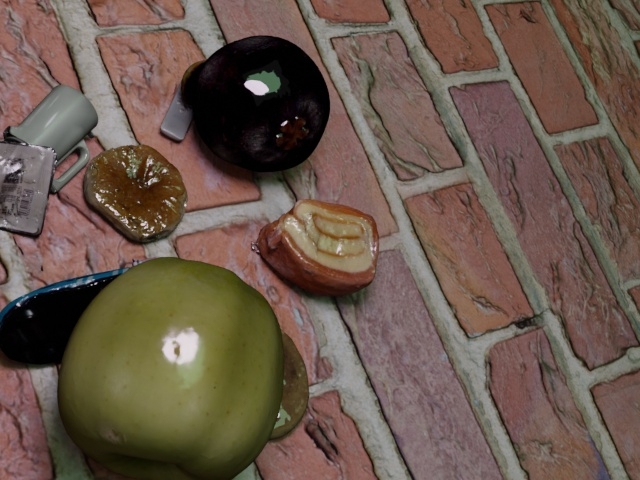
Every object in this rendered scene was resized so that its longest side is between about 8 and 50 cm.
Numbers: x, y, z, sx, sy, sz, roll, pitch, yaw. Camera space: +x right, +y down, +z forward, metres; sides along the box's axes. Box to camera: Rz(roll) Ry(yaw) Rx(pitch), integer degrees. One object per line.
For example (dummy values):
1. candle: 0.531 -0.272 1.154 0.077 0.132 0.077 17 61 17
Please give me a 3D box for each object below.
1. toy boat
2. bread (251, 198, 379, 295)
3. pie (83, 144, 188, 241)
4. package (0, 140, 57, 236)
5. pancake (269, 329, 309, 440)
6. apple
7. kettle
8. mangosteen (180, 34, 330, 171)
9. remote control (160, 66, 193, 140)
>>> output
1. toy boat: -0.390 0.105 1.496 0.299 0.134 0.092 -13 37 -32
2. bread: -0.001 0.011 1.749 0.244 0.123 0.190 9 64 -25
3. pie: -0.329 -0.093 1.653 0.195 0.046 0.195 14 59 -25
4. package: -0.559 -0.097 1.480 0.239 0.030 0.154 10 101 -28
5. pancake: -0.124 0.239 1.608 0.242 0.050 0.242 13 60 -24
6. apple: -0.221 0.197 1.385 0.357 0.357 0.357 13 61 -25
7. kettle: -0.469 -0.180 1.597 0.098 0.127 0.148 21 54 18
8. mangosteen: -0.132 -0.277 1.754 0.275 0.275 0.302 -14 40 -34
9. remote control: -0.267 -0.267 1.790 0.050 0.027 0.184 29 51 -17
